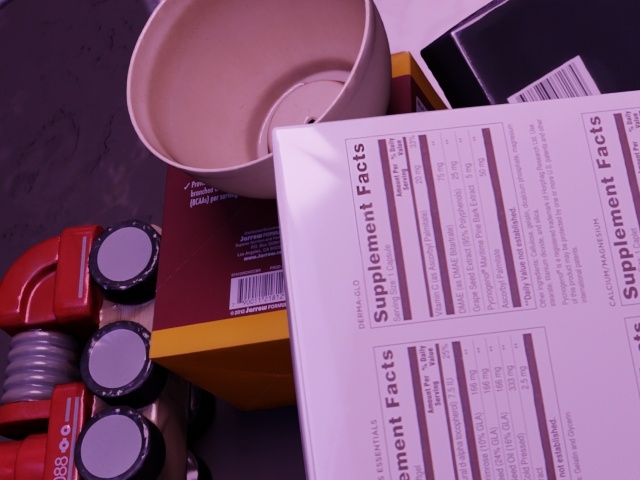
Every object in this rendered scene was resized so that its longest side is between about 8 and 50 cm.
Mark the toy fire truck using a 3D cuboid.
[{"bbox_3d":[-0.208,0.118,0.841,0.246,0.158,0.217,-8,63,13],"label":"toy fire truck"}]

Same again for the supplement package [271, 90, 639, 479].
[{"bbox_3d":[0.118,0.057,0.543,0.263,0.199,0.198,-6,73,-2],"label":"supplement package"}]

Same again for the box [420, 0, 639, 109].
[{"bbox_3d":[0.203,-0.149,0.686,0.261,0.184,0.103,-31,93,3],"label":"box"}]

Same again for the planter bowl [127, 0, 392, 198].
[{"bbox_3d":[-0.023,-0.092,0.689,0.162,0.109,0.162,-11,62,23],"label":"planter bowl"}]

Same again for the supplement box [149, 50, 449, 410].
[{"bbox_3d":[0.000,0.000,0.780,0.191,0.129,0.194,-11,62,24],"label":"supplement box"}]
